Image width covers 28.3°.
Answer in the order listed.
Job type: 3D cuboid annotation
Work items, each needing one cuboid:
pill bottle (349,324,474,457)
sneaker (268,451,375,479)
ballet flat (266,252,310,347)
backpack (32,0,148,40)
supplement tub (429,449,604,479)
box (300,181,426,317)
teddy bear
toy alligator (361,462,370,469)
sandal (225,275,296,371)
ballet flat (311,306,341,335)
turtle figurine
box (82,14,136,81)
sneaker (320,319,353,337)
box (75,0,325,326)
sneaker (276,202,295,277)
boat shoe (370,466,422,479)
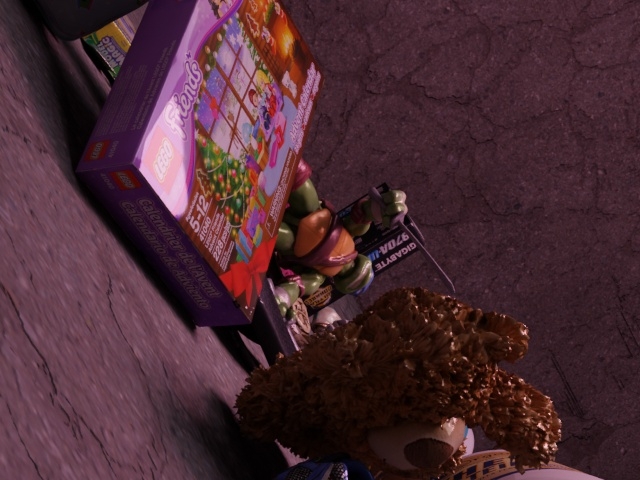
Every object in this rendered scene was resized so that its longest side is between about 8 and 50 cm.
[{"bbox_3d":[0.111,0.238,1.696,0.264,0.146,0.146,59,3,-18],"label":"pill bottle"},{"bbox_3d":[0.004,0.191,0.892,0.083,0.087,0.221,62,3,8],"label":"sneaker"},{"bbox_3d":[-0.067,0.023,1.594,0.250,0.058,0.084,62,4,29],"label":"ballet flat"},{"bbox_3d":[-0.194,-0.285,1.142,0.166,0.188,0.144,60,3,-30],"label":"backpack"},{"bbox_3d":[0.175,0.307,1.133,0.228,0.228,0.316,61,-6,3],"label":"supplement tub"},{"bbox_3d":[0.042,0.013,1.993,0.051,0.220,0.175,56,4,-25],"label":"box"},{"bbox_3d":[0.054,0.140,0.993,0.245,0.113,0.338,23,-22,-18],"label":"teddy bear"},{"bbox_3d":[0.022,0.222,1.322,0.190,0.056,0.051,-88,-169,-87],"label":"toy alligator"},{"bbox_3d":[-0.061,0.093,1.211,0.097,0.054,0.254,-105,177,-50],"label":"sandal"},{"bbox_3d":[0.033,0.181,2.002,0.168,0.057,0.052,56,32,-16],"label":"ballet flat"},{"bbox_3d":[0.000,0.000,1.458,0.266,0.198,0.275,42,26,-30],"label":"turtle figurine"},{"bbox_3d":[-0.231,-0.227,1.393,0.105,0.043,0.179,57,6,-44],"label":"box"},{"bbox_3d":[0.089,0.237,1.852,0.275,0.107,0.110,61,-6,13],"label":"sneaker"},{"bbox_3d":[-0.088,-0.102,1.071,0.201,0.057,0.293,57,37,-42],"label":"box"},{"bbox_3d":[-0.070,-0.043,1.751,0.111,0.103,0.252,28,-39,47],"label":"sneaker"},{"bbox_3d":[0.143,0.342,1.524,0.324,0.122,0.120,56,8,-48],"label":"boat shoe"}]
